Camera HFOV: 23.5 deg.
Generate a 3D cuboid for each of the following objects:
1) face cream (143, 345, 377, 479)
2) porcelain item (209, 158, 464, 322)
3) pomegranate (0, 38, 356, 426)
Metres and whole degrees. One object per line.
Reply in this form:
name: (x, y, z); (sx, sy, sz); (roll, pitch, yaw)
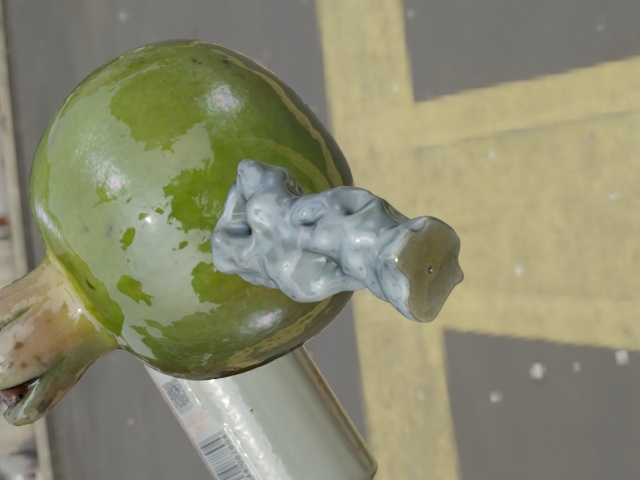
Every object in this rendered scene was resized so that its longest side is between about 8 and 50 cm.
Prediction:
face cream: (-0.066, 0.076, 1.039); (0.251, 0.101, 0.101); (58, 157, 1)
porcelain item: (0.000, 0.000, 0.418); (0.083, 0.028, 0.036); (17, 104, 44)
pomegranate: (-0.078, -0.005, 0.757); (0.179, 0.210, 0.179); (26, 132, 33)
